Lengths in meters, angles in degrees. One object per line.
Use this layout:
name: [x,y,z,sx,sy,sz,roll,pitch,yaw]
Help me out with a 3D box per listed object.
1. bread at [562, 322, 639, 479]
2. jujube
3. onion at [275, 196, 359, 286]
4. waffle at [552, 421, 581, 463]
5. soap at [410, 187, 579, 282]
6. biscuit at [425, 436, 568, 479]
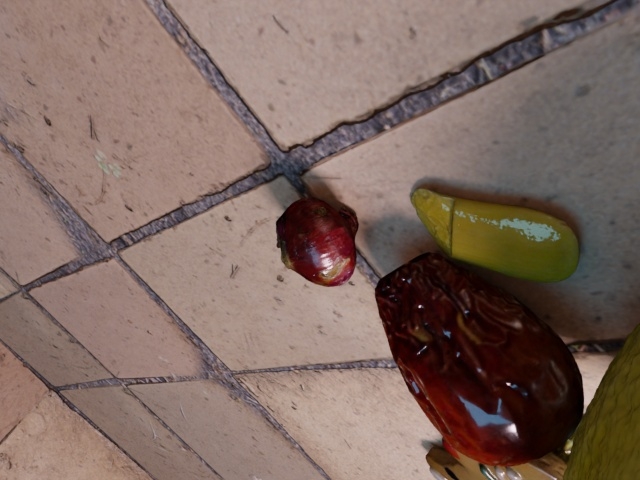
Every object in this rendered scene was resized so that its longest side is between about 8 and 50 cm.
bread: [0.348,0.191,0.419,0.307,0.348,0.348,19,140,13]
jujube: [0.157,0.115,0.641,0.236,0.168,0.168,52,145,11]
onion: [0.000,0.000,0.686,0.107,0.097,0.107,53,177,3]
waffle: [0.317,0.284,0.782,0.169,0.036,0.183,-4,130,44]
soap: [0.161,-0.003,0.598,0.168,0.033,0.089,13,135,29]
biscuit: [0.244,0.328,0.840,0.197,0.049,0.301,32,153,7]
